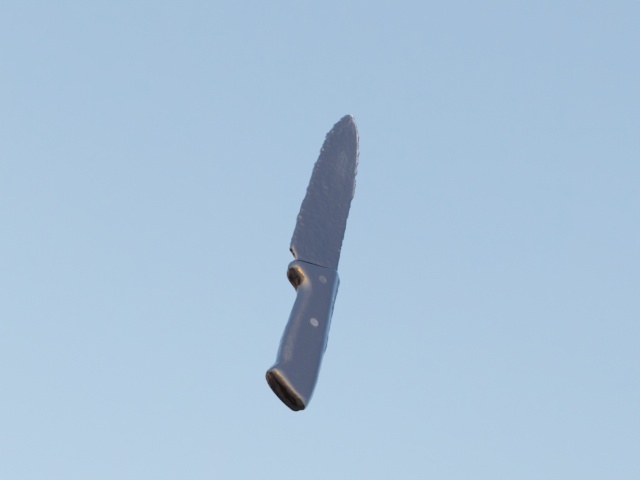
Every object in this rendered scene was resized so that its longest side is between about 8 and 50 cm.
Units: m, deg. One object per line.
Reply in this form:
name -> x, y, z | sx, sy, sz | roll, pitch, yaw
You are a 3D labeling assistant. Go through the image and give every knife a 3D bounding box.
knife -> 0.000, 0.000, 0.530 | 0.023, 0.170, 0.010 | 29, -52, -13
